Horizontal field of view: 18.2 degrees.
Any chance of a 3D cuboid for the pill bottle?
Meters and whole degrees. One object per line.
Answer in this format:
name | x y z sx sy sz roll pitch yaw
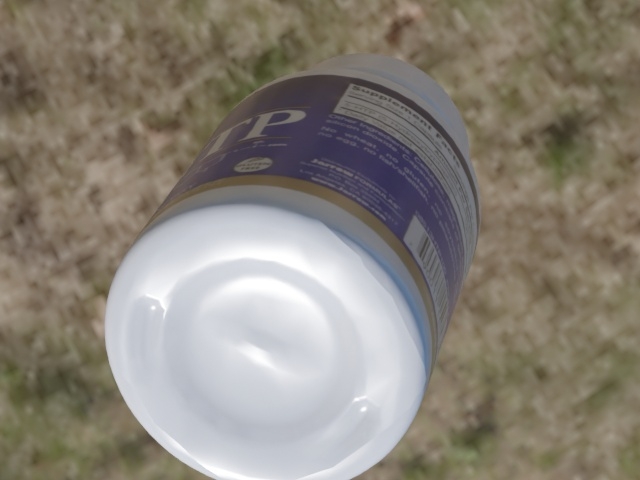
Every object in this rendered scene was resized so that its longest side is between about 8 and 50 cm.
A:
pill bottle | 0.000 0.000 0.733 0.112 0.112 0.187 -47 -173 26
